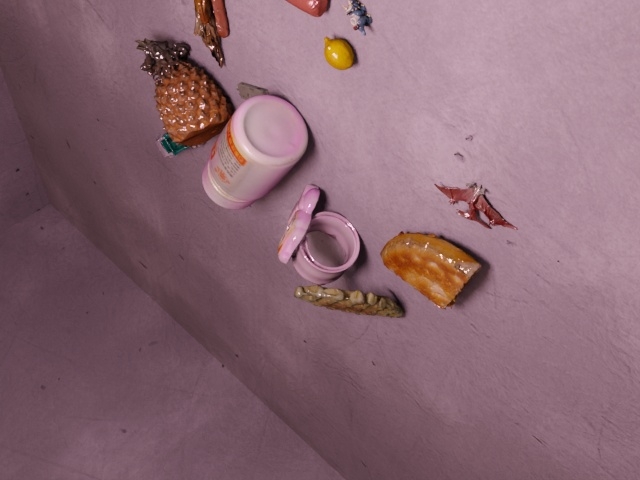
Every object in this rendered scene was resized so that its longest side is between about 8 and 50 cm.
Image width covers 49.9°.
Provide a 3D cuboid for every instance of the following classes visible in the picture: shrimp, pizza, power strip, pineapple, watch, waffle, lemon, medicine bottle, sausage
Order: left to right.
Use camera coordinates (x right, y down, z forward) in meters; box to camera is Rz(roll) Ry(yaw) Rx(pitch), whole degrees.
[{"bbox_3d":[-0.426,-0.474,2.075,0.357,0.223,0.223,61,150,2],"label":"pineapple"},{"bbox_3d":[-0.319,-0.579,1.886,0.066,0.117,0.262,-4,130,7],"label":"shrimp"},{"bbox_3d":[-0.273,-0.618,1.856,0.036,0.042,0.158,-1,135,6],"label":"sausage"},{"bbox_3d":[-0.201,-0.240,1.987,0.219,0.219,0.388,52,151,0],"label":"medicine bottle"},{"bbox_3d":[-0.196,-0.423,1.976,0.136,0.019,0.051,24,142,39],"label":"power strip"},{"bbox_3d":[-0.050,-0.568,1.573,0.154,0.062,0.062,38,148,22],"label":"sausage"},{"bbox_3d":[0.000,0.000,2.024,0.217,0.248,0.211,26,149,-8],"label":"watch"},{"bbox_3d":[0.040,-0.434,1.593,0.092,0.065,0.065,46,150,-1],"label":"lemon"},{"bbox_3d":[0.080,0.180,2.040,0.291,0.056,0.309,4,169,34],"label":"waffle"},{"bbox_3d":[0.291,0.075,1.784,0.335,0.086,0.226,7,133,53],"label":"pizza"}]

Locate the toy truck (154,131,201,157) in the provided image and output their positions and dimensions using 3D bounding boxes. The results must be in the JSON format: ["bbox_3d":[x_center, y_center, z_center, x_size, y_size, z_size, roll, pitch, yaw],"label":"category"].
[{"bbox_3d":[-0.497,-0.348,2.375,0.216,0.116,0.110,-5,119,56],"label":"toy truck"}]

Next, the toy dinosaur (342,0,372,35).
[{"bbox_3d":[0.081,-0.485,1.497,0.083,0.047,0.030,58,148,-8],"label":"toy dinosaur"}]

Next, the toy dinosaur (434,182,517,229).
[{"bbox_3d":[0.354,-0.082,1.578,0.220,0.032,0.108,34,143,25],"label":"toy dinosaur"}]
